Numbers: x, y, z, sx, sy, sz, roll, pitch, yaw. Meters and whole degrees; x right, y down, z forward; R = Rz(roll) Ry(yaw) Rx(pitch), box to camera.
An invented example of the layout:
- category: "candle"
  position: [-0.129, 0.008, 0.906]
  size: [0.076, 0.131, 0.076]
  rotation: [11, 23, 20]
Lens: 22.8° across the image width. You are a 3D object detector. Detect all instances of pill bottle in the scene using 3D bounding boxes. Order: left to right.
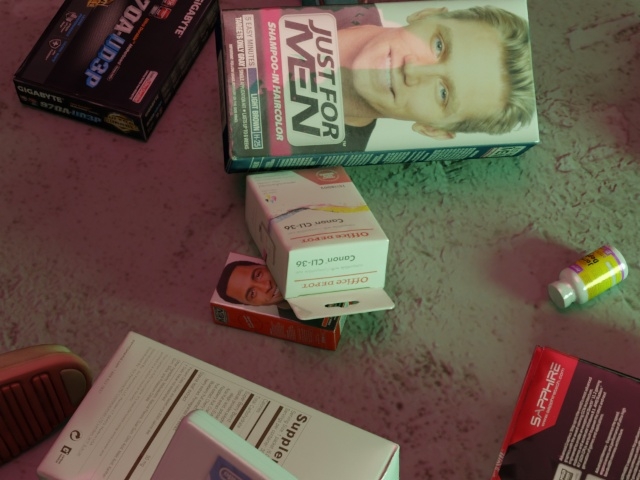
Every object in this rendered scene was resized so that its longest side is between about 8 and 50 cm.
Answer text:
- category: "pill bottle"
  position: [0.289, 0.041, 1.723]
  size: [0.083, 0.043, 0.043]
  rotation: [-29, 59, -17]

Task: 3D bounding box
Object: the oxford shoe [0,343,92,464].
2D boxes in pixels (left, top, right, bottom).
- category: "oxford shoe"
  position: [-0.434, 0.171, 1.621]
  size: [0.397, 0.140, 0.146]
  rotation: [-18, 49, -12]

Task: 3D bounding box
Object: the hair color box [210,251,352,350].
- category: "hair color box"
  position: [-0.041, 0.066, 1.725]
  size: [0.141, 0.043, 0.072]
  rotation: [12, 57, 12]

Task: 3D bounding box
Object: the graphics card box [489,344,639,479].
- category: "graphics card box"
  position: [0.342, 0.266, 1.482]
  size: [0.371, 0.094, 0.232]
  rotation: [18, 84, 17]

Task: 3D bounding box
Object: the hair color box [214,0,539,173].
- category: "hair color box"
  position: [0.061, -0.175, 1.791]
  size: [0.347, 0.105, 0.173]
  rotation: [-4, 84, -8]

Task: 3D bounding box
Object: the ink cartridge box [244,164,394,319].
- category: "ink cartridge box"
  position: [0.000, 0.000, 1.708]
  size: [0.115, 0.067, 0.198]
  rotation: [-8, 36, -18]

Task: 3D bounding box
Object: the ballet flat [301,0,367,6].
- category: "ballet flat"
  position: [0.011, -0.323, 1.984]
  size: [0.087, 0.083, 0.247]
  rotation: [5, 52, -23]

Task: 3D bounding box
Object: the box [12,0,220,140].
- category: "box"
  position: [-0.246, -0.237, 1.944]
  size: [0.175, 0.051, 0.220]
  rotation: [18, 58, 15]

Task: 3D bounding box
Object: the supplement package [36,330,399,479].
- category: "supplement package"
  position: [-0.089, 0.247, 1.519]
  size: [0.293, 0.177, 0.175]
  rotation: [22, 58, 17]

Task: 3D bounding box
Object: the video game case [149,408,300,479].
- category: "video game case"
  position: [-0.045, 0.354, 1.370]
  size: [0.329, 0.300, 0.036]
  rotation: [34, 24, 13]
